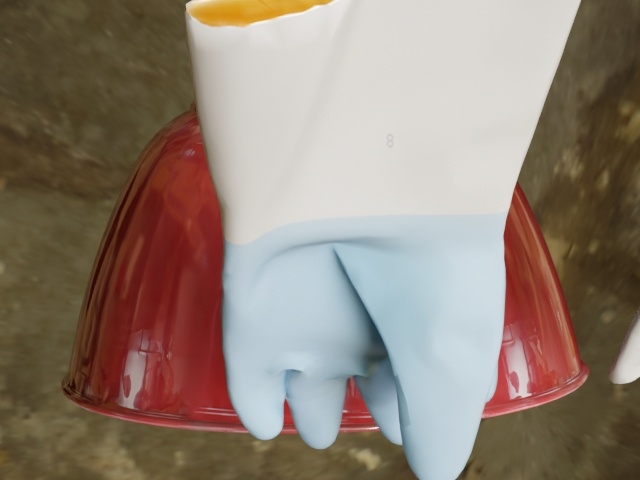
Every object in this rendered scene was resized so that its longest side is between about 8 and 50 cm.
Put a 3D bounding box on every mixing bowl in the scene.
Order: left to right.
[{"bbox_3d":[0.000,0.000,0.674,0.181,0.181,0.098,-1,98,6],"label":"mixing bowl"}]

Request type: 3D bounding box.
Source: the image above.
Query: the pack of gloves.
[{"bbox_3d":[0.073,0.006,0.472,0.195,0.232,0.046,-10,64,-5],"label":"pack of gloves"}]
